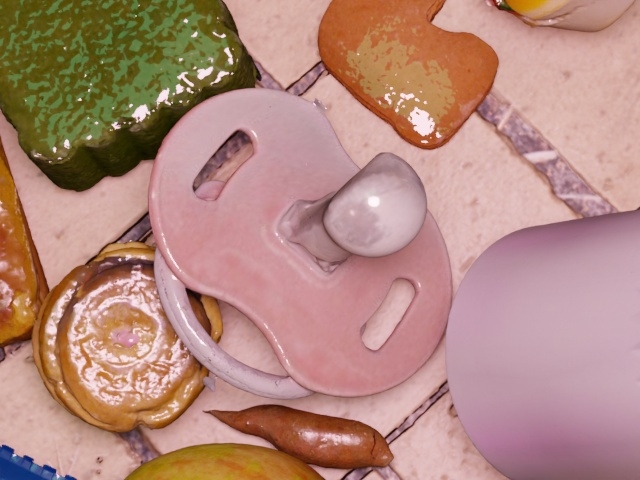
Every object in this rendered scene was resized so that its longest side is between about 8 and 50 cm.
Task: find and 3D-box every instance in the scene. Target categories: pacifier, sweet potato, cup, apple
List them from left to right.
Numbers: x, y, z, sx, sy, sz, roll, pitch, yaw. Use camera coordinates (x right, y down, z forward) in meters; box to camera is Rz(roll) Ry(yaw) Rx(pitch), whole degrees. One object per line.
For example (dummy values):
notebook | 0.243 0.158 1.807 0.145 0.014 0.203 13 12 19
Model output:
apple | -0.092 0.302 1.276 0.226 0.246 0.246 10 81 15
sweet potato | -0.022 0.189 1.388 0.195 0.056 0.056 15 81 9
pacifier | -0.004 -0.004 1.325 0.332 0.220 0.273 43 115 -10
cup | 0.298 0.092 1.206 0.253 0.371 0.253 5 81 -29

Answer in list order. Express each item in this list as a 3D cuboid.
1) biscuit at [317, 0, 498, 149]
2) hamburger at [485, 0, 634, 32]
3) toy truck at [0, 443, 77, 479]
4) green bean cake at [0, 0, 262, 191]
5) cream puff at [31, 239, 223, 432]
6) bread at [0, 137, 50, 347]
biscuit | 0.103 -0.211 1.457 0.192 0.036 0.186 42 83 8
hamburger | 0.253 -0.350 1.381 0.151 0.227 0.295 20 78 -17
toy truck | -0.332 0.299 1.348 0.113 0.126 0.208 24 82 7
green bean cake | -0.215 -0.205 1.411 0.247 0.156 0.250 -27 80 -2
cream puff | -0.188 0.092 1.373 0.189 0.129 0.189 2 83 -14
bread | -0.401 -0.059 1.423 0.185 0.109 0.380 -19 81 -1
